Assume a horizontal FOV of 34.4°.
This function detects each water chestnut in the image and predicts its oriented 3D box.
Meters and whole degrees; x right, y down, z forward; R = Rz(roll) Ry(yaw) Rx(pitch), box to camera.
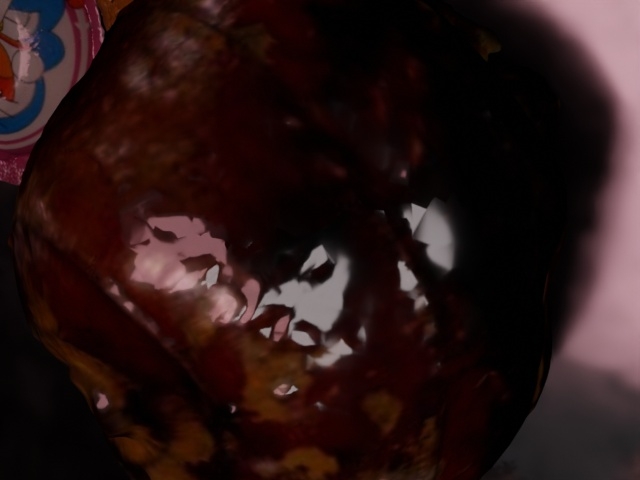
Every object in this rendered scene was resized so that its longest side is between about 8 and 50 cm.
[{"bbox_3d":[0.000,0.000,0.486,0.244,0.289,0.289,-25,90,17],"label":"water chestnut"}]

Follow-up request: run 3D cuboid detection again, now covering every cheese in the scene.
[{"bbox_3d":[-0.192,-0.155,0.636,0.155,0.062,0.244,17,106,20],"label":"cheese"}]

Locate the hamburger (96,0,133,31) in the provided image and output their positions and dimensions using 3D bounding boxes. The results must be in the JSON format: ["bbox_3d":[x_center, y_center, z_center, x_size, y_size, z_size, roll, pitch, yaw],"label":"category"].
[{"bbox_3d":[-0.074,-0.157,0.573,0.102,0.087,0.176,45,116,7],"label":"hamburger"}]
